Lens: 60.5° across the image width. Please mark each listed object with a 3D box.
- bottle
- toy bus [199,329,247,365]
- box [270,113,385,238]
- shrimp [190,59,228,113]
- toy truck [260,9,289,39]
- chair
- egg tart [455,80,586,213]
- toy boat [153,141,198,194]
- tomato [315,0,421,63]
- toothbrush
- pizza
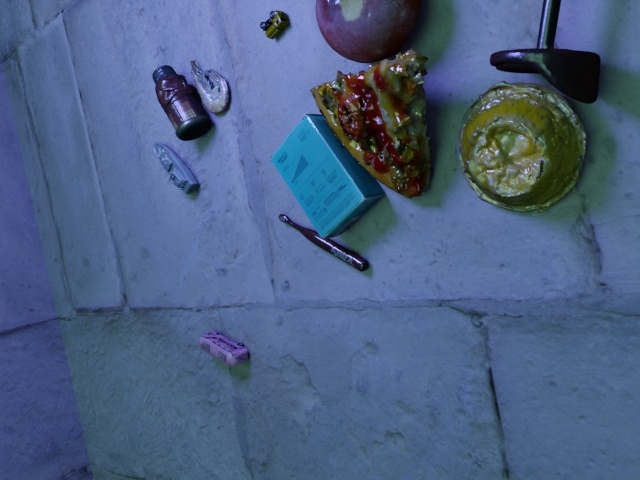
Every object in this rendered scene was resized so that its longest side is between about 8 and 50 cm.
[{"bbox_3d":[-0.497,-0.496,1.945,0.271,0.143,0.156,60,173,9],"label":"bottle"},{"bbox_3d":[-0.366,0.403,2.060,0.203,0.090,0.063,19,112,36],"label":"toy bus"},{"bbox_3d":[0.017,-0.189,1.604,0.205,0.118,0.311,-44,72,34],"label":"box"},{"bbox_3d":[-0.383,-0.544,1.898,0.126,0.048,0.223,-35,80,33],"label":"shrimp"},{"bbox_3d":[-0.137,-0.660,1.672,0.083,0.049,0.054,-32,81,40],"label":"toy truck"},{"bbox_3d":[0.471,-0.485,1.108,0.227,0.227,0.400,13,108,37],"label":"chair"},{"bbox_3d":[0.432,-0.200,1.241,0.315,0.120,0.314,18,121,33],"label":"egg tart"},{"bbox_3d":[-0.560,-0.280,2.071,0.260,0.085,0.078,49,126,20],"label":"toy boat"},{"bbox_3d":[0.110,-0.584,1.374,0.270,0.227,0.269,9,104,40],"label":"tomato"},{"bbox_3d":[-0.001,0.000,1.711,0.364,0.041,0.040,30,117,31],"label":"toothbrush"},{"bbox_3d":[0.139,-0.328,1.375,0.440,0.130,0.406,47,155,12],"label":"pizza"}]
